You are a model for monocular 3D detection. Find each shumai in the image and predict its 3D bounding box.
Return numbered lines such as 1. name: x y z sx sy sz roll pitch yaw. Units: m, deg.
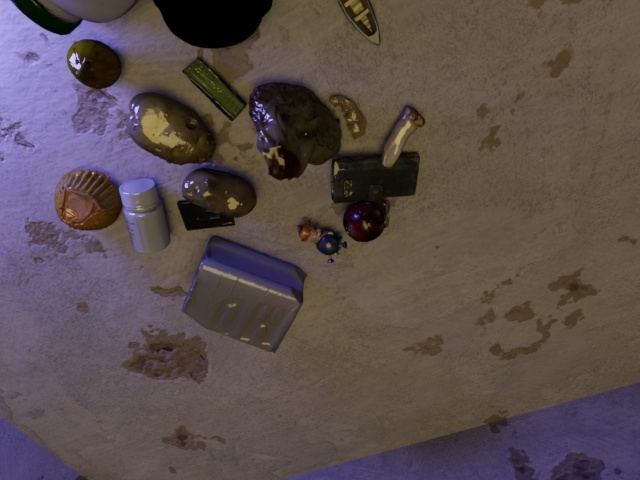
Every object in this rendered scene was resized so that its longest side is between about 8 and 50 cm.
1. shumai: -0.080 -0.336 1.399 0.346 0.283 0.217 38 116 -23

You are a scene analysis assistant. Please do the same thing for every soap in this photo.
1. soap: -0.310 0.226 1.806 0.434 0.213 0.351 24 120 -16

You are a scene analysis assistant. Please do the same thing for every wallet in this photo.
1. wallet: 0.196 -0.223 1.592 0.316 0.044 0.169 -6 121 -11

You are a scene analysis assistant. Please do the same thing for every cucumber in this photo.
1. cucumber: -0.340 -0.482 1.433 0.211 0.062 0.078 42 80 -18

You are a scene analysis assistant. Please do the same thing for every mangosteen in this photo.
1. mangosteen: 0.177 -0.075 1.659 0.180 0.166 0.166 -19 126 -22

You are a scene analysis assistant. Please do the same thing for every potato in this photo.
1. potato: -0.486 -0.354 1.463 0.296 0.141 0.192 30 101 -18
2. potato: -0.353 -0.168 1.575 0.262 0.165 0.165 13 123 -25

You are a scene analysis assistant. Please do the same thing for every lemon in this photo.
1. lemon: -0.288 -0.652 1.211 0.319 0.245 0.246 -5 124 -8

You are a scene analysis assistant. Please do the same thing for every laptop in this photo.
1. laptop: -0.434 -0.100 1.702 0.196 0.016 0.135 -7 124 3

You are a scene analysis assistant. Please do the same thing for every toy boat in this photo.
1. toy boat: 0.113 -0.680 1.319 0.080 0.046 0.229 -32 119 17

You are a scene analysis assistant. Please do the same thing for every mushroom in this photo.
1. mushroom: 0.270 -0.345 1.510 0.084 0.071 0.209 24 107 -25

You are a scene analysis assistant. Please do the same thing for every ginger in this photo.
1. ginger: 0.099 -0.419 1.492 0.069 0.051 0.173 -33 113 12

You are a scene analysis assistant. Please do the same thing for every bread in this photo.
1. bread: -0.836 -0.132 1.598 0.239 0.139 0.240 1 125 1

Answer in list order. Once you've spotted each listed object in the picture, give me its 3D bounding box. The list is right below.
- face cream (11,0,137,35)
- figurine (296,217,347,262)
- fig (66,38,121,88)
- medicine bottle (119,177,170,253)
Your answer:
1. face cream: -0.628 -0.732 1.161 0.356 0.220 0.312 -29 121 20
2. figurine: 0.000 0.000 1.728 0.194 0.102 0.112 23 123 -17
3. fig: -0.675 -0.510 1.329 0.147 0.187 0.142 -10 140 14
4. medicine bottle: -0.638 -0.089 1.629 0.144 0.145 0.252 0 126 -2
